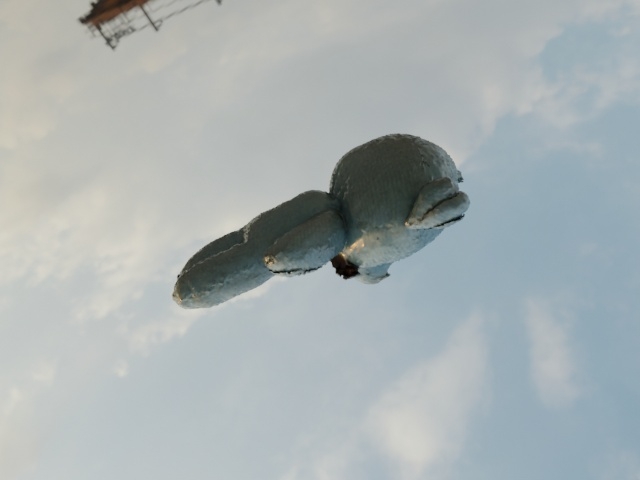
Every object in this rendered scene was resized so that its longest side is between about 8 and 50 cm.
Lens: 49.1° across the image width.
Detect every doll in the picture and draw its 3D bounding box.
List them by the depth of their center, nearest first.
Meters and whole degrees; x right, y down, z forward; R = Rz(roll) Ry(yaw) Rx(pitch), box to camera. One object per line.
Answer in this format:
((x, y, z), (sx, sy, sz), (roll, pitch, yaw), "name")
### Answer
((0.003, 0.003, 0.413), (0.180, 0.075, 0.120), (-32, -160, 7), "doll")
